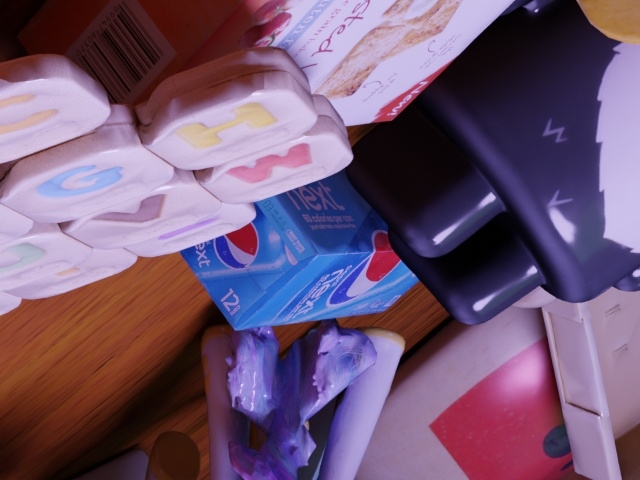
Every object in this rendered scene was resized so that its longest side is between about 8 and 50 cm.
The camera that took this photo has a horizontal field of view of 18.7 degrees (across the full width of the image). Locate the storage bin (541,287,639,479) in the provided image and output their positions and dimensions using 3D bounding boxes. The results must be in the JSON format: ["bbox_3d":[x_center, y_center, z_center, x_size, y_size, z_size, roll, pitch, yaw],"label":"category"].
[{"bbox_3d":[0.320,0.051,1.648,0.260,0.123,0.262,-29,119,-29],"label":"storage bin"}]

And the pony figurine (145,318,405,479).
[{"bbox_3d":[-0.042,0.230,1.193,0.351,0.303,0.363,134,-29,-59],"label":"pony figurine"}]

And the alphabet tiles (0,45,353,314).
[{"bbox_3d":[-0.131,-0.002,0.739,0.284,0.021,0.278,-19,167,7],"label":"alphabet tiles"}]

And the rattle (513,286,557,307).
[{"bbox_3d":[0.090,-0.008,1.325,0.142,0.130,0.199,-17,-176,-28],"label":"rattle"}]

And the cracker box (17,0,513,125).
[{"bbox_3d":[0.007,-0.114,0.800,0.156,0.067,0.232,-44,165,28],"label":"cracker box"}]

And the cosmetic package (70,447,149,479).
[{"bbox_3d":[-0.236,0.276,1.347,0.309,0.113,0.160,-25,161,-42],"label":"cosmetic package"}]

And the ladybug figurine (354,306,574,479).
[{"bbox_3d":[0.226,0.118,1.841,0.449,0.162,0.305,-39,165,7],"label":"ladybug figurine"}]

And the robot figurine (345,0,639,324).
[{"bbox_3d":[0.155,-0.076,1.046,0.278,0.173,0.209,-36,168,-3],"label":"robot figurine"}]

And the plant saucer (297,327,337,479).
[{"bbox_3d":[-0.018,0.156,1.412,0.018,0.067,0.192,35,71,-40],"label":"plant saucer"}]

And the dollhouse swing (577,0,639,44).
[{"bbox_3d":[0.273,-0.067,0.816,0.315,0.305,0.347,-2,-169,30],"label":"dollhouse swing"}]

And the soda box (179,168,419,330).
[{"bbox_3d":[0.000,0.000,1.124,0.067,0.071,0.210,-42,165,20],"label":"soda box"}]
